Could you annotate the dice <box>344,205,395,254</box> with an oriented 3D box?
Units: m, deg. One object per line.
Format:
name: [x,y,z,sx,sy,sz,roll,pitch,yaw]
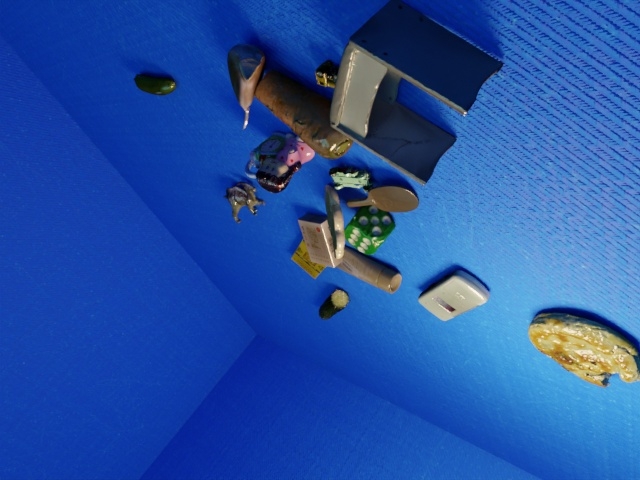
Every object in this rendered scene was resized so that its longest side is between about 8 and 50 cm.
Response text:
dice: [0.156,-0.037,1.483,0.131,0.120,0.128,40,156,3]

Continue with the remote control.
remote control: [0.441,0.187,1.536,0.140,0.056,0.296,37,154,3]

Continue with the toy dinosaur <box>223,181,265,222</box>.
toy dinosaur: [-0.339,-0.177,1.998,0.294,0.077,0.162,-19,115,45]

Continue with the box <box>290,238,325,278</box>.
box: [-0.040,0.076,2.040,0.153,0.041,0.279,41,156,2]

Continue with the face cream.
face cream: [0.153,0.100,1.771,0.341,0.084,0.137,25,135,37]

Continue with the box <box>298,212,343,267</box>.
box: [0.000,0.000,1.779,0.141,0.058,0.201,11,129,46]

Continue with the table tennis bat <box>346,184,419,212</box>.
table tennis bat: [0.181,-0.121,1.367,0.234,0.022,0.131,-2,148,37]

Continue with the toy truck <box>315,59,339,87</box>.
toy truck: [0.029,-0.408,1.132,0.083,0.049,0.054,25,152,27]

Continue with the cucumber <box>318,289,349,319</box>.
cucumber: [0.058,0.330,2.266,0.096,0.096,0.359,38,158,4]

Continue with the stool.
stool: [0.182,-0.302,0.953,0.269,0.170,0.244,35,155,9]

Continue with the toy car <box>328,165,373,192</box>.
toy car: [0.094,-0.191,1.393,0.143,0.054,0.073,9,143,36]

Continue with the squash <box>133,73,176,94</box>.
squash: [-0.629,-0.587,1.723,0.258,0.069,0.069,20,149,36]

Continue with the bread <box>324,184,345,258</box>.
bread: [0.048,-0.073,1.501,0.038,0.251,0.182,-6,146,-6]

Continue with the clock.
clock: [-0.144,-0.248,1.463,0.194,0.195,0.100,20,152,33]

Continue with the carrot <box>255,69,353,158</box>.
carrot: [-0.037,-0.345,1.235,0.302,0.138,0.139,43,156,10]

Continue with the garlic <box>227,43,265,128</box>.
garlic: [-0.208,-0.446,1.286,0.128,0.148,0.266,29,160,7]

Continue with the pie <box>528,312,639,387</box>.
pie: [0.747,0.310,1.308,0.302,0.067,0.302,31,156,16]
